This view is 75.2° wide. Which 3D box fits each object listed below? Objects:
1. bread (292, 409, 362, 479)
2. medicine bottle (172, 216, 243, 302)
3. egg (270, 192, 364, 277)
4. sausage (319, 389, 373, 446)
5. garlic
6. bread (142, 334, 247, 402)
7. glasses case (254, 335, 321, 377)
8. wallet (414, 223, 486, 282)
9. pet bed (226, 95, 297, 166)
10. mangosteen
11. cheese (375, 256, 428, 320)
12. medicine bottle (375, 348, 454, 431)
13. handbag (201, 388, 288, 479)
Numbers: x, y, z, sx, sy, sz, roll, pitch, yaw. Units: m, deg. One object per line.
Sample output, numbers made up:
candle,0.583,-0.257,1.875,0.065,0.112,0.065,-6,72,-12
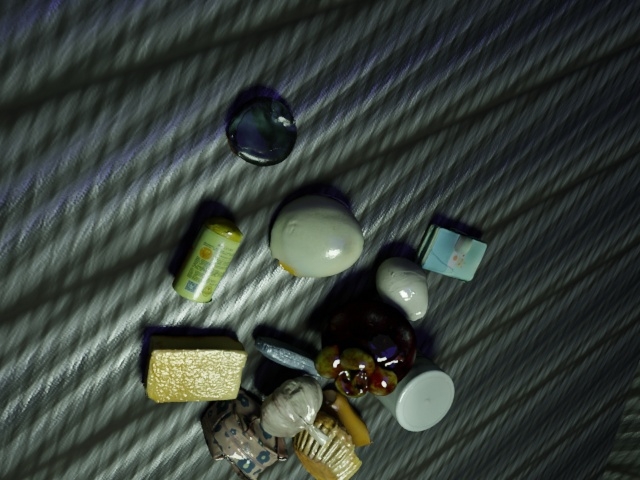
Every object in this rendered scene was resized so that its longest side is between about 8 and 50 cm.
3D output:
bread,0.007,0.694,1.391,0.149,0.274,0.273,-43,120,-37
medicine bottle,-0.311,0.048,1.159,0.124,0.124,0.238,26,93,-27
egg,0.002,-0.005,1.244,0.287,0.174,0.263,3,100,-20
sausage,0.100,0.668,1.510,0.112,0.112,0.328,-39,115,-9
garlic,-0.061,0.539,1.270,0.219,0.212,0.218,-34,152,-21
bread,-0.369,0.377,1.230,0.275,0.114,0.184,8,105,-23
glasses case,-0.088,0.380,1.346,0.283,0.109,0.067,33,79,-27
wallet,0.475,0.046,1.510,0.251,0.075,0.176,17,101,-27
pet bed,-0.158,-0.302,1.160,0.202,0.053,0.200,-6,107,-20
mangosteen,0.140,0.348,1.305,0.347,0.307,0.306,-49,127,-53
cheese,0.275,0.147,1.391,0.189,0.197,0.154,27,131,-17
medicine bottle,0.314,0.510,1.484,0.238,0.232,0.237,-6,106,-22
handbag,-0.237,0.625,1.306,0.190,0.193,0.251,-44,116,-8
